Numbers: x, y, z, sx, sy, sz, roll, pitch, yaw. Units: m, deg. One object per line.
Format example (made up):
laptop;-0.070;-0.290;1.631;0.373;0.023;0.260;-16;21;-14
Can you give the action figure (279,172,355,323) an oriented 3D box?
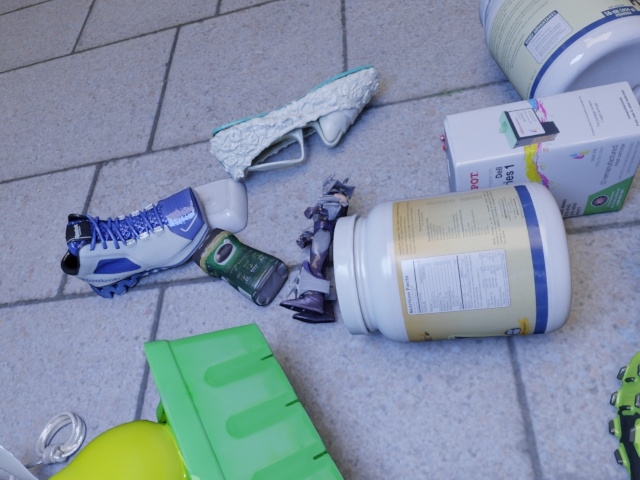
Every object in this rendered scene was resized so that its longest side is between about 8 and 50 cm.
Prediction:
action figure;0.000;0.000;0.901;0.099;0.185;0.285;9;67;2

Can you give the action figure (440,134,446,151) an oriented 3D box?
action figure;0.283;-0.182;1.001;0.038;0.030;0.115;-41;54;-3

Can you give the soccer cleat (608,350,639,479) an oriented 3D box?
soccer cleat;0.449;0.285;0.625;0.121;0.093;0.289;5;62;9

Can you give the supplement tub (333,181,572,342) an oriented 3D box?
supplement tub;0.194;0.039;0.770;0.316;0.228;0.228;-7;57;14

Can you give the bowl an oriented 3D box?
bowl;-0.236;-0.075;1.090;0.142;0.053;0.142;-15;55;11

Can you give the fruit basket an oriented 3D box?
fruit basket;-0.181;0.329;0.676;0.391;0.283;0.392;-2;50;2

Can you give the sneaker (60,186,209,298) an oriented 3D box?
sneaker;-0.392;0.000;0.987;0.315;0.182;0.127;-32;62;10

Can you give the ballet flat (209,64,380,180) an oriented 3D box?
ballet flat;-0.040;-0.244;1.096;0.408;0.147;0.147;-24;55;-2

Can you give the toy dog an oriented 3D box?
toy dog;-0.565;0.426;0.818;0.333;0.161;0.220;-29;55;-1

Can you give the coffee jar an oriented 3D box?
coffee jar;-0.160;0.047;0.971;0.184;0.079;0.096;27;73;29

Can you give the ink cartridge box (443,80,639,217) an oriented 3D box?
ink cartridge box;0.360;-0.129;0.835;0.278;0.201;0.117;-8;57;13

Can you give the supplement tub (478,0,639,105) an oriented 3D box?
supplement tub;0.459;-0.384;0.941;0.235;0.235;0.325;-19;56;6
